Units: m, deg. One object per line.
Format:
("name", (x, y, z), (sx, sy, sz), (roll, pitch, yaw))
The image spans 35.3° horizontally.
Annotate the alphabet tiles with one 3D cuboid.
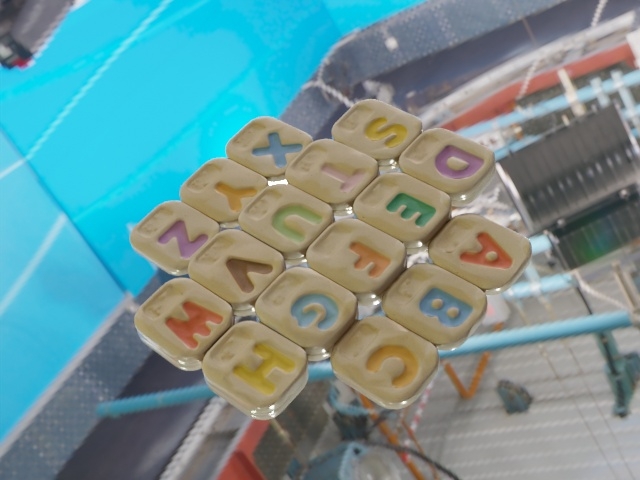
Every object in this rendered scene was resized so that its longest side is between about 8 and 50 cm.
("alphabet tiles", (0.000, 0.000, 0.761), (0.278, 0.021, 0.284), (30, -118, 30))
